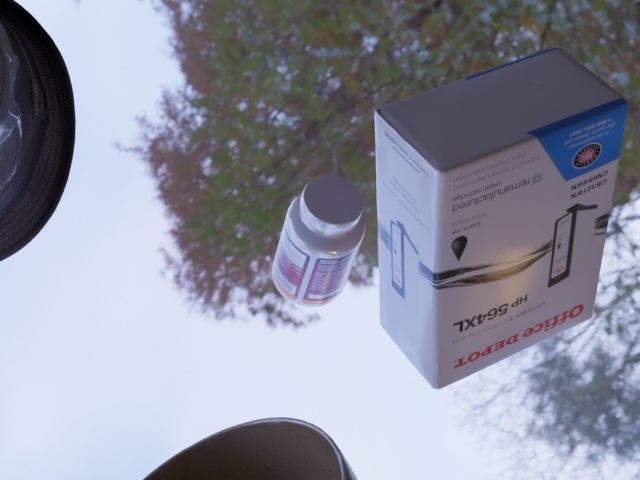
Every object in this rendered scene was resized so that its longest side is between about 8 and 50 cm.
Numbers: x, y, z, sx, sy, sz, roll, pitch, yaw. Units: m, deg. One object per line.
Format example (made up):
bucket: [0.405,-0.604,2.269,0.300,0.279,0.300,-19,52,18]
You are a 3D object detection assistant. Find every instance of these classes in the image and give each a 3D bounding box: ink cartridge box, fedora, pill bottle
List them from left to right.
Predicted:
fedora: [-0.339,-0.112,0.951,0.243,0.124,0.275,6,-97,-10]
pill bottle: [0.000,0.000,1.175,0.086,0.152,0.086,6,-125,-9]
ink cartridge box: [0.121,-0.012,0.765,0.148,0.203,0.086,-22,-136,-18]

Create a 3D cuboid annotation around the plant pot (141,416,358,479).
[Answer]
plant pot: [-0.053,0.309,0.864,0.191,0.284,0.284,55,-143,-24]
